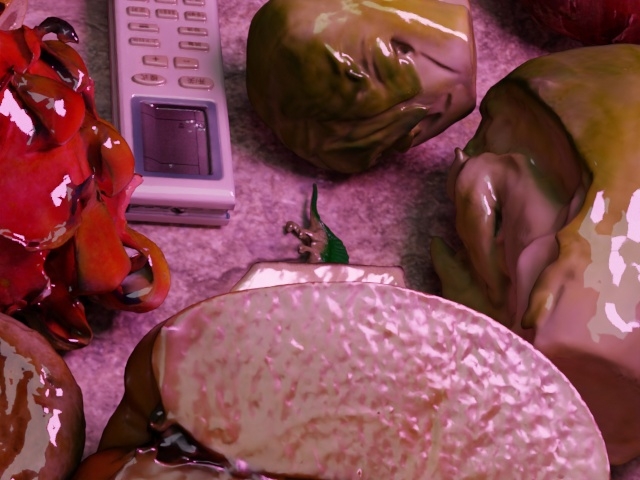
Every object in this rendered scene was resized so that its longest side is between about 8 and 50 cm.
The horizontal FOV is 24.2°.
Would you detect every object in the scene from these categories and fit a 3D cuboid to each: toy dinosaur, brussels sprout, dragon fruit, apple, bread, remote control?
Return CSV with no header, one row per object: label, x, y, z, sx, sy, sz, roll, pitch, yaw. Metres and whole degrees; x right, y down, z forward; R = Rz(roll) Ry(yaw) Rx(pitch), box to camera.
toy dinosaur,0.000,0.001,1.359,0.060,0.029,0.120,20,45,-24
brussels sprout,0.036,-0.168,1.373,0.223,0.223,0.161,7,39,-14
dragon fruit,-0.254,-0.043,1.170,0.307,0.243,0.227,28,63,1
brussels sprout,0.269,0.004,1.283,0.315,0.276,0.371,12,54,-6
apple,0.009,0.200,1.062,0.365,0.295,0.329,23,27,-5
bread,-0.289,0.150,1.090,0.230,0.123,0.230,4,67,-9
bread,-0.300,-0.214,1.389,0.062,0.049,0.103,-17,64,-18
remote control,-0.142,-0.141,1.387,0.103,0.055,0.277,3,55,-15

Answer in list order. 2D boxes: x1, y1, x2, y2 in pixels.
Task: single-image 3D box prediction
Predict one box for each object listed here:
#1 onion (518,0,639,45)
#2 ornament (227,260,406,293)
onion,0.322,-0.321,1.555,0.276,0.276,0.276,9,54,-12
ornament,0.022,0.085,1.280,0.201,0.059,0.180,39,59,6
